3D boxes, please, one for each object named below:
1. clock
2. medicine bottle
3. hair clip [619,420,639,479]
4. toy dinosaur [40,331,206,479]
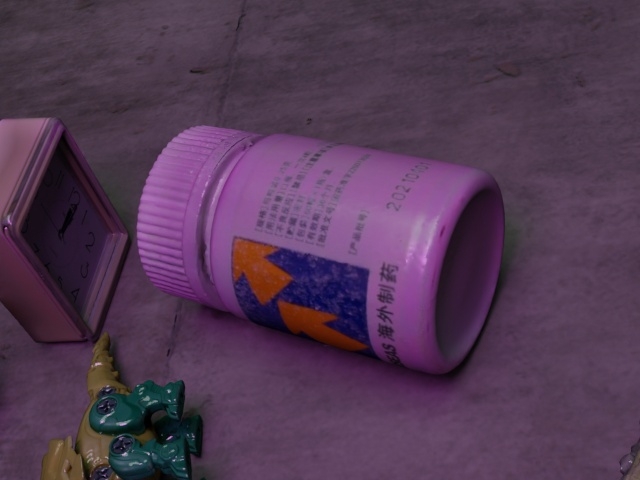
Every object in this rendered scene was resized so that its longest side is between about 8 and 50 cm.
[{"bbox_3d":[-0.266,-0.009,0.958,0.071,0.192,0.147,-2,50,16],"label":"clock"},{"bbox_3d":[0.000,0.000,0.873,0.290,0.178,0.178,12,56,26],"label":"medicine bottle"},{"bbox_3d":[0.283,0.176,0.695,0.138,0.091,0.321,9,42,35],"label":"hair clip"},{"bbox_3d":[-0.172,0.168,0.854,0.153,0.094,0.259,-8,40,7],"label":"toy dinosaur"}]
